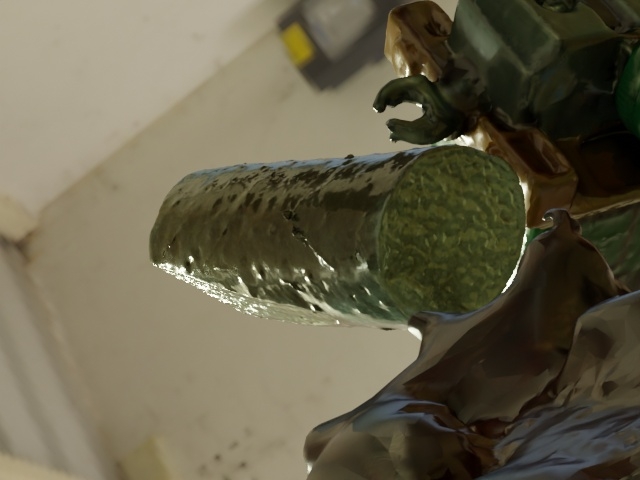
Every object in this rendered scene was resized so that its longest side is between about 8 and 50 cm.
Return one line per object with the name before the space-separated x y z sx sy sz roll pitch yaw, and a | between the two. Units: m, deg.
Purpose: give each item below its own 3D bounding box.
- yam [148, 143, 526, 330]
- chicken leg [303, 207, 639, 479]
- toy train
yam | 0.000 0.000 0.693 0.068 0.068 0.169 46 154 -25
chicken leg | 0.132 0.045 0.338 0.158 0.407 0.096 -44 -72 -36
toy train | 0.219 -0.083 1.084 0.178 0.429 0.249 55 149 38
